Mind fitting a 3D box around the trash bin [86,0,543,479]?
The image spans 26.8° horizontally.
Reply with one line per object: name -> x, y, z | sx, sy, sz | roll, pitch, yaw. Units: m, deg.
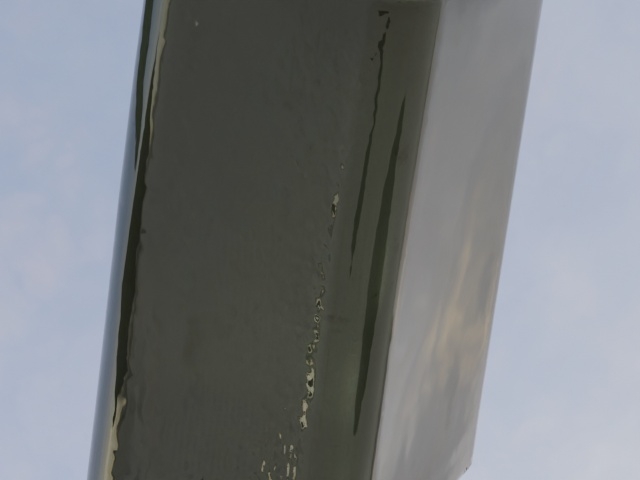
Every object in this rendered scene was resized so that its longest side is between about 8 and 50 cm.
trash bin -> 0.000, 0.000, 0.523 | 0.164, 0.122, 0.240 | -39, -39, -56
